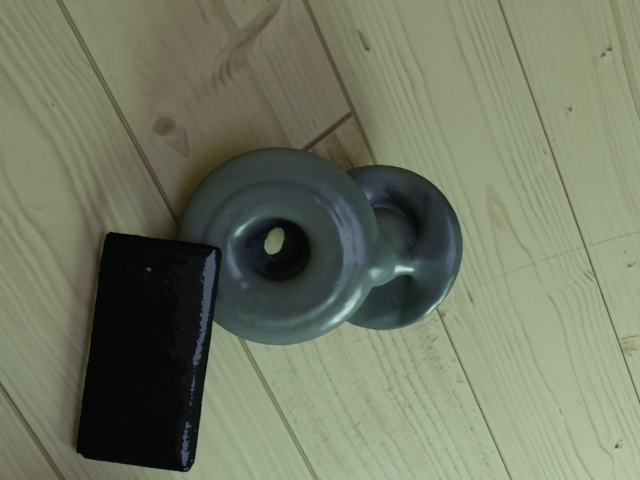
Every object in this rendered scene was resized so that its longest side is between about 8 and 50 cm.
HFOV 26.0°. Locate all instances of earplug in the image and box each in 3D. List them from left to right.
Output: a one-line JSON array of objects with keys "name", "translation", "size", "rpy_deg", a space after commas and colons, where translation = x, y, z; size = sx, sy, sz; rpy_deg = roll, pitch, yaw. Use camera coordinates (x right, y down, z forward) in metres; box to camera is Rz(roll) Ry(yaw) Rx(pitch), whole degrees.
[{"name": "earplug", "translation": [0.006, 0.004, 1.500], "size": [0.325, 0.175, 0.214], "rpy_deg": [1, 106, -28]}]

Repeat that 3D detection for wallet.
[{"name": "wallet", "translation": [-0.177, 0.117, 1.429], "size": [0.124, 0.025, 0.244], "rpy_deg": [8, 99, -4]}]
